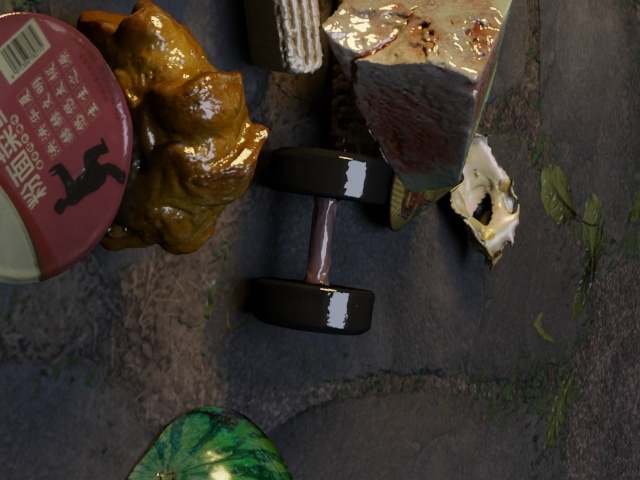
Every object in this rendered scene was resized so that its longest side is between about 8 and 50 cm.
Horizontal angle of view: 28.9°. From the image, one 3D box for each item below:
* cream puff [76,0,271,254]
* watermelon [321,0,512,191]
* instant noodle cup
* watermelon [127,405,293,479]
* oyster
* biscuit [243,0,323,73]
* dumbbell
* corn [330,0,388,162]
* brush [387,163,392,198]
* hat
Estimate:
[{"bbox_3d":[-0.174,-0.102,1.265,0.155,0.241,0.269,-22,142,-42],"label":"cream puff"},{"bbox_3d":[0.116,-0.223,1.531,0.232,0.193,0.310,21,85,-78],"label":"watermelon"},{"bbox_3d":[-0.312,-0.084,1.111,0.235,0.178,0.234,-10,103,-51],"label":"instant noodle cup"},{"bbox_3d":[-0.118,0.265,1.485,0.231,0.128,0.146,23,60,-48],"label":"watermelon"},{"bbox_3d":[0.238,-0.070,1.900,0.209,0.072,0.133,50,62,-19],"label":"oyster"},{"bbox_3d":[-0.054,-0.315,1.453,0.062,0.108,0.238,-15,109,-27],"label":"biscuit"},{"bbox_3d":[0.000,0.000,1.537,0.152,0.152,0.218,7,91,-52],"label":"dumbbell"},{"bbox_3d":[0.057,-0.226,1.631,0.092,0.092,0.280,-2,94,-51],"label":"corn"},{"bbox_3d":[0.129,-0.203,1.739,0.068,0.060,0.296,5,91,-54],"label":"brush"},{"bbox_3d":[0.159,-0.095,1.723,0.193,0.082,0.193,15,90,-74],"label":"hat"}]
